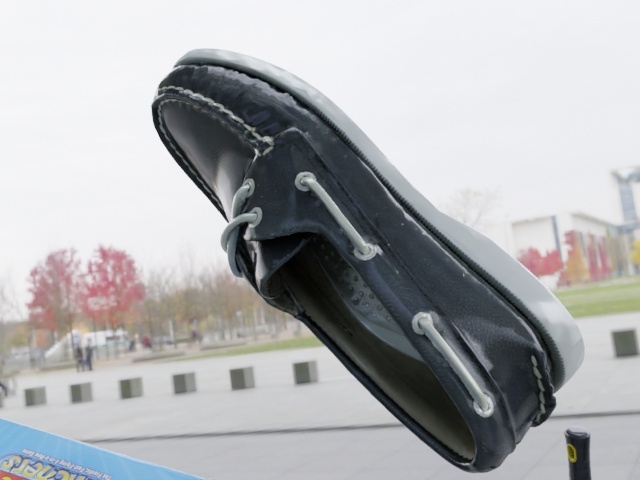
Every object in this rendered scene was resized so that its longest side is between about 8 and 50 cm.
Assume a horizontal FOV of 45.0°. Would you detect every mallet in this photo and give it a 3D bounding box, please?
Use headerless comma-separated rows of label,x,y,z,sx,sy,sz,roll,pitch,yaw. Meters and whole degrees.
mallet,0.177,0.215,0.539,0.039,0.190,0.062,-13,8,-23

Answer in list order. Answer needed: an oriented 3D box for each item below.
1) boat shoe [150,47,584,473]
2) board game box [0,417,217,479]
boat shoe,0.000,0.000,0.432,0.091,0.302,0.114,-41,-24,-30
board game box,-0.204,0.270,0.537,0.301,0.308,0.086,9,30,20
